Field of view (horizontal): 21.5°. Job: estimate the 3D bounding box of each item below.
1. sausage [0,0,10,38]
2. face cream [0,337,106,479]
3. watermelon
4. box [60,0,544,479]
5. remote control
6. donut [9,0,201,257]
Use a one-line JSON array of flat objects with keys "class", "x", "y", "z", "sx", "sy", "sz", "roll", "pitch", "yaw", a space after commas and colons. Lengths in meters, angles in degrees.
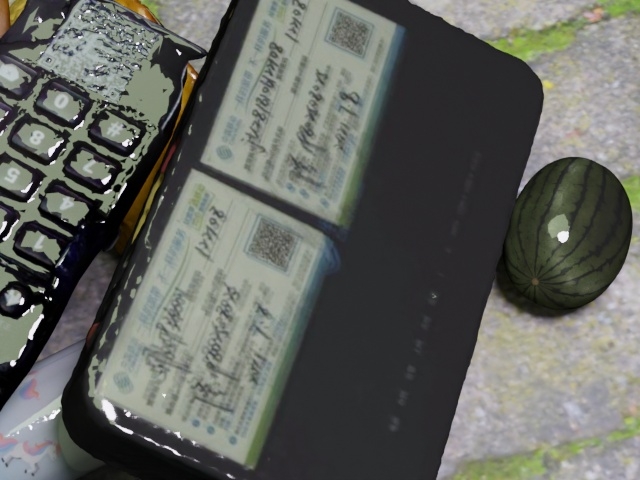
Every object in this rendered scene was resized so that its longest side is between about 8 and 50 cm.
[{"class": "sausage", "x": -0.244, "y": -0.054, "z": 1.053, "sx": 0.105, "sy": 0.105, "sz": 0.274, "roll": 1, "pitch": 87, "yaw": 7}, {"class": "face cream", "x": -0.140, "y": 0.098, "z": 1.001, "sx": 0.229, "sy": 0.075, "sz": 0.075, "roll": -27, "pitch": 53, "yaw": -15}, {"class": "watermelon", "x": 0.156, "y": -0.007, "z": 1.056, "sx": 0.078, "sy": 0.078, "sz": 0.111, "roll": 13, "pitch": 53, "yaw": 16}, {"class": "box", "x": 0.000, "y": 0.000, "z": 1.001, "sx": 0.211, "sy": 0.058, "sz": 0.350, "roll": 26, "pitch": 60, "yaw": -9}, {"class": "remote control", "x": -0.213, "y": 0.028, "z": 0.949, "sx": 0.144, "sy": 0.062, "sz": 0.399, "roll": 28, "pitch": 70, "yaw": 8}, {"class": "donut", "x": -0.144, "y": -0.100, "z": 1.115, "sx": 0.101, "sy": 0.152, "sz": 0.259, "roll": -32, "pitch": 54, "yaw": -18}]
